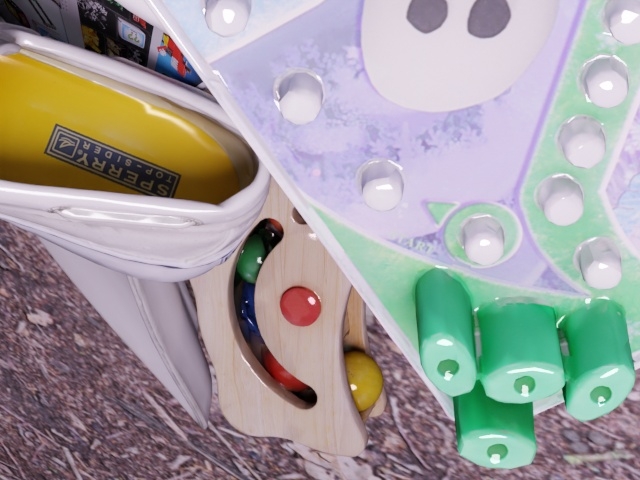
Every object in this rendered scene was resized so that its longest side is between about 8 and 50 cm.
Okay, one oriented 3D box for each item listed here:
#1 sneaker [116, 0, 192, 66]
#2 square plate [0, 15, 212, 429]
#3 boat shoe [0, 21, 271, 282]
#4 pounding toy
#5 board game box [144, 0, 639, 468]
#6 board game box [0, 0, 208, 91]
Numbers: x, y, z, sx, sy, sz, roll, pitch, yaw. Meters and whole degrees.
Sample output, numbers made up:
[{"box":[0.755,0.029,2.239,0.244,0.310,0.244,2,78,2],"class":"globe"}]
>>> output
[{"box":[-0.045,-0.118,0.714,0.147,0.105,0.295,4,175,43],"class":"sneaker"},{"box":[-0.196,-0.055,1.146,0.347,0.049,0.344,47,167,24],"class":"square plate"},{"box":[-0.195,-0.077,0.833,0.367,0.136,0.156,21,159,-11],"class":"boat shoe"},{"box":[0.000,0.000,1.134,0.154,0.155,0.270,-8,107,19],"class":"pounding toy"},{"box":[0.117,-0.139,0.441,0.390,0.050,0.390,-27,118,18],"class":"board game box"},{"box":[-0.137,-0.161,0.962,0.193,0.053,0.305,50,163,-10],"class":"board game box"}]
